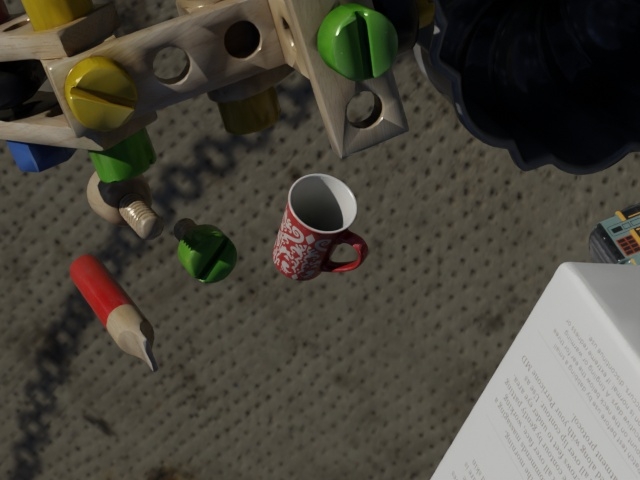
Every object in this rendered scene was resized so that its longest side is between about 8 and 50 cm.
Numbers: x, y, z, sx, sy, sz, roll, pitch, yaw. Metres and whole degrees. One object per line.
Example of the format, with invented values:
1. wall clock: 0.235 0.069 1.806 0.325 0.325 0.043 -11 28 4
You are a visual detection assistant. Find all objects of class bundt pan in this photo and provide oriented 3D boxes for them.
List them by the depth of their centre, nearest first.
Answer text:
1. bundt pan: 0.187 -0.221 0.829 0.331 0.124 0.330 -13 120 -23

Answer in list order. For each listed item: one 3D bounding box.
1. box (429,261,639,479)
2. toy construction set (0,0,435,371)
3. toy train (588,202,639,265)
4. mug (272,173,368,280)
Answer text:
1. box: 0.130 0.102 0.458 0.130 0.091 0.170 2 129 -28
2. toy construction set: -0.071 -0.072 0.628 0.257 0.237 0.308 -1 112 -28
3. toy train: 0.563 0.068 1.761 0.190 0.334 0.142 -22 140 -3
4. mug: -0.009 0.000 1.824 0.150 0.113 0.169 63 152 24
